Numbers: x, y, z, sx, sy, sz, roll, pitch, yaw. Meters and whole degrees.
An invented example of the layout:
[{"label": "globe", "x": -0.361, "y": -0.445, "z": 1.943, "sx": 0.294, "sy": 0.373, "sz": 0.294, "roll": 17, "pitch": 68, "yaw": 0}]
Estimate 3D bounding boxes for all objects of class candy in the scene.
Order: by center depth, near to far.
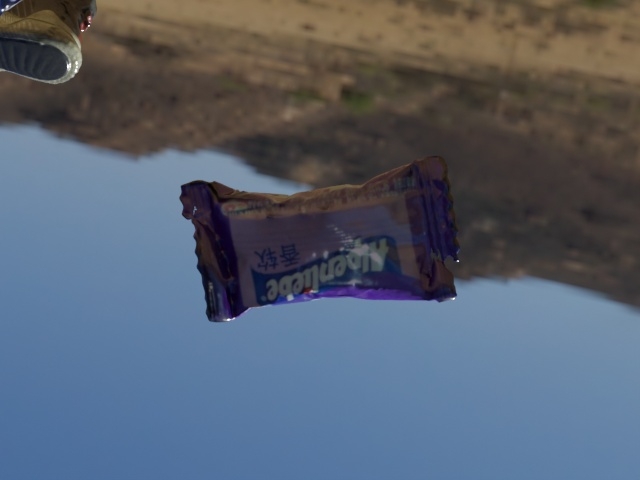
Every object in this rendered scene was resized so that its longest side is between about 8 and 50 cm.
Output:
[{"label": "candy", "x": 0.000, "y": 0.000, "z": 1.942, "sx": 0.275, "sy": 0.145, "sz": 0.070, "roll": -6, "pitch": -174, "yaw": 10}]

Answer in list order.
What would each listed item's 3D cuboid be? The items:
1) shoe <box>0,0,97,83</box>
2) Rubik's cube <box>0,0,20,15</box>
[{"label": "shoe", "x": -0.358, "y": -0.259, "z": 2.274, "sx": 0.227, "sy": 0.112, "sz": 0.099, "roll": 19, "pitch": 145, "yaw": 22}, {"label": "Rubik's cube", "x": -0.376, "y": -0.314, "z": 1.726, "sx": 0.319, "sy": 0.319, "sz": 0.264, "roll": 6, "pitch": -147, "yaw": -51}]
